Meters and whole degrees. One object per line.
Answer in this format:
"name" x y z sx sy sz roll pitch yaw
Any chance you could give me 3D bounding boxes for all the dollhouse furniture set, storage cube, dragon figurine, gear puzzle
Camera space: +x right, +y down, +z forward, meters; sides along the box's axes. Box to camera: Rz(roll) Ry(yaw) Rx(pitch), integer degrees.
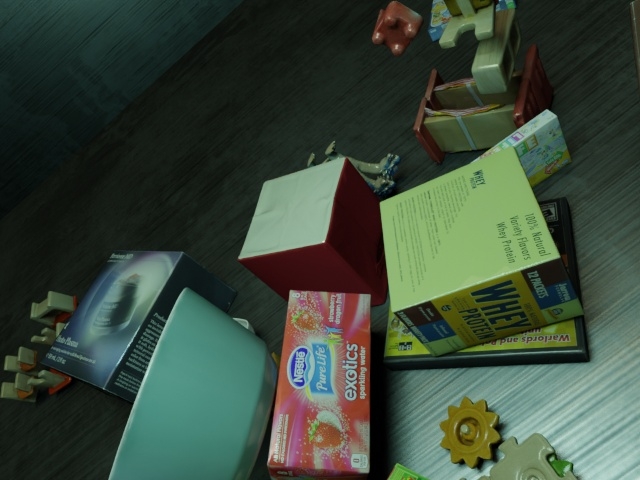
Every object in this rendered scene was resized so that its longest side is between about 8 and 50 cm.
"dollhouse furniture set" 0.226 -0.296 0.795 0.201 0.374 0.152 3 62 40
"storage cube" 0.000 0.000 0.867 0.215 0.193 0.184 -10 50 33
"dragon figurine" 0.038 -0.121 1.022 0.289 0.144 0.085 -23 42 52
"gear puzzle" 0.223 0.317 0.520 0.175 0.044 0.339 -47 35 12
"dollhouse furniture set" -0.689 0.274 1.298 0.262 0.135 0.259 -31 52 16

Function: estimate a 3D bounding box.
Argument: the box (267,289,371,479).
"box" 0.006 0.210 0.699 0.128 0.123 0.257 3 52 3

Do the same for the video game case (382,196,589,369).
"video game case" 0.235 0.067 0.733 0.274 0.035 0.248 -12 49 32

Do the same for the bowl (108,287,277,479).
"bowl" -0.164 0.237 0.690 0.311 0.163 0.312 -162 90 -81

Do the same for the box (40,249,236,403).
"box" -0.389 0.185 1.049 0.296 0.183 0.294 -1 55 40

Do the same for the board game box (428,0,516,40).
"board game box" 0.366 -0.571 1.177 0.201 0.035 0.136 -11 49 34

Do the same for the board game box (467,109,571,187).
"board game box" 0.312 -0.119 0.774 0.154 0.103 0.026 -36 40 11

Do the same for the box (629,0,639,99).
"box" 0.467 -0.124 0.578 0.143 0.191 0.381 -7 53 37

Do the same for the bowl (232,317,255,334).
"bowl" -0.190 0.224 0.942 0.142 0.053 0.142 -6 53 36

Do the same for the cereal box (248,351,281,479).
"cereal box" -0.132 0.325 0.808 0.240 0.047 0.173 -40 40 5

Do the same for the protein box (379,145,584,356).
"protein box" 0.207 0.018 0.663 0.201 0.136 0.200 -23 43 24

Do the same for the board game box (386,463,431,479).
"board game box" 0.067 0.306 0.441 0.092 0.043 0.181 9 40 41
